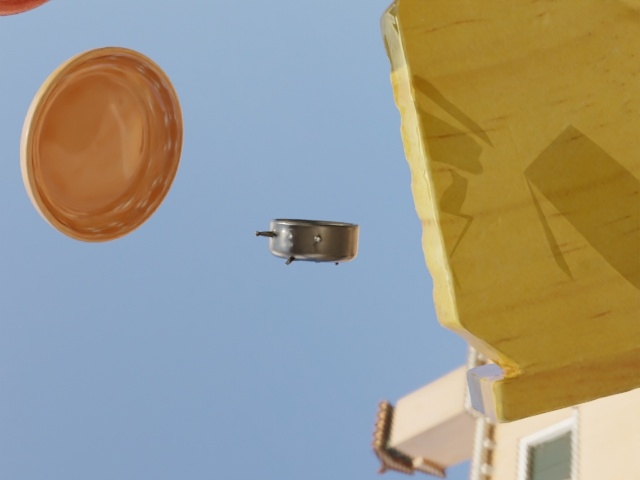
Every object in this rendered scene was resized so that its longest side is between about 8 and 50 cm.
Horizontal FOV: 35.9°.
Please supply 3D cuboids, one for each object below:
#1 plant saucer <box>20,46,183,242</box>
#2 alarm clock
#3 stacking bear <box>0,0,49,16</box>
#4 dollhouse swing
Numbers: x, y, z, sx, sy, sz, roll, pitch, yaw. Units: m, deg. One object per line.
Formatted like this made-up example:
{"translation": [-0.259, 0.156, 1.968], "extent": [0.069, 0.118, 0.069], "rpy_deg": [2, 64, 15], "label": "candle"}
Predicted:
{"translation": [-0.223, -0.098, 1.002], "extent": [0.200, 0.037, 0.200], "rpy_deg": [-24, -59, -46], "label": "plant saucer"}
{"translation": [0.000, 0.000, 1.431], "extent": [0.192, 0.129, 0.064], "rpy_deg": [-9, -78, -60], "label": "alarm clock"}
{"translation": [-0.281, -0.295, 0.658], "extent": [0.289, 0.164, 0.175], "rpy_deg": [41, -124, 17], "label": "stacking bear"}
{"translation": [0.149, -0.053, 0.830], "extent": [0.315, 0.305, 0.347], "rpy_deg": [-9, -93, -24], "label": "dollhouse swing"}
